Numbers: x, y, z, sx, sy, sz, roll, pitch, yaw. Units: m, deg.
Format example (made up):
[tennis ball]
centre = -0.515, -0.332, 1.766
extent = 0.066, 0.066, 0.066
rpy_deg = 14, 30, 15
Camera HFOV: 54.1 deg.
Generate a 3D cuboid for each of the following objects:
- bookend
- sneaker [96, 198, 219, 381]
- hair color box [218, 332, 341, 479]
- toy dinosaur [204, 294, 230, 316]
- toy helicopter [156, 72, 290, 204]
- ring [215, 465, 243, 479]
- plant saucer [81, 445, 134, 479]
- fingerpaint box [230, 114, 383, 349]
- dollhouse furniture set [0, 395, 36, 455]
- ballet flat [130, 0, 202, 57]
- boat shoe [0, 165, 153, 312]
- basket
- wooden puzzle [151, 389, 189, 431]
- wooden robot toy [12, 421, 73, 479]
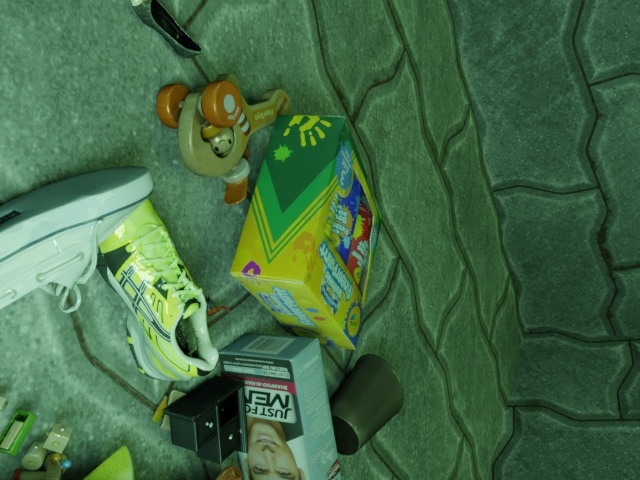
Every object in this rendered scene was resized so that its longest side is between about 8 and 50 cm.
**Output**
[bookend]
centre = -0.214, 0.365, 1.196
extent = 0.157, 0.072, 0.156
rpy_deg = -23, 116, -58
[sneaker]
centre = -0.268, 0.063, 1.059
extent = 0.145, 0.147, 0.385
rpy_deg = -43, 123, -48
[hair color box]
centre = -0.080, 0.393, 1.326
extent = 0.113, 0.185, 0.374
rpy_deg = -30, 115, -56
[toy dinosaur]
centre = -0.216, 0.131, 1.217
extent = 0.082, 0.090, 0.047
rpy_deg = -140, -127, -72
[toy helicopter]
centre = -0.156, -0.221, 1.262
extent = 0.355, 0.140, 0.235
rpy_deg = -39, 127, -53
[ring]
centre = -0.190, 0.597, 1.169
extent = 0.336, 0.032, 0.337
rpy_deg = 6, 90, -81
[plant saucer]
centre = -0.347, 0.442, 0.955
extent = 0.188, 0.045, 0.188
rpy_deg = -37, 143, -54
[fingerpaint box]
centre = 0.000, 0.000, 1.401
extent = 0.445, 0.163, 0.371
rpy_deg = 59, 41, -59
[dollhouse furniture set]
centre = -0.452, 0.222, 0.820
extent = 0.152, 0.076, 0.059
rpy_deg = 57, 43, -42
[ballet flat]
centre = -0.280, -0.399, 1.138
extent = 0.173, 0.049, 0.057
rpy_deg = 41, 55, -51
[boat shoe]
centre = -0.377, 0.025, 0.872
extent = 0.367, 0.136, 0.156
rpy_deg = -38, 129, -40
[basket]
centre = 0.103, 0.448, 1.671
extent = 0.227, 0.154, 0.204
rpy_deg = -35, 118, -50
[wooden puzzle]
centre = -0.271, 0.321, 1.175
extent = 0.116, 0.014, 0.078
rpy_deg = 54, 49, -51
[wooden robot toy]
centre = -0.404, 0.332, 0.923
extent = 0.079, 0.076, 0.173
rpy_deg = -113, -144, -68
